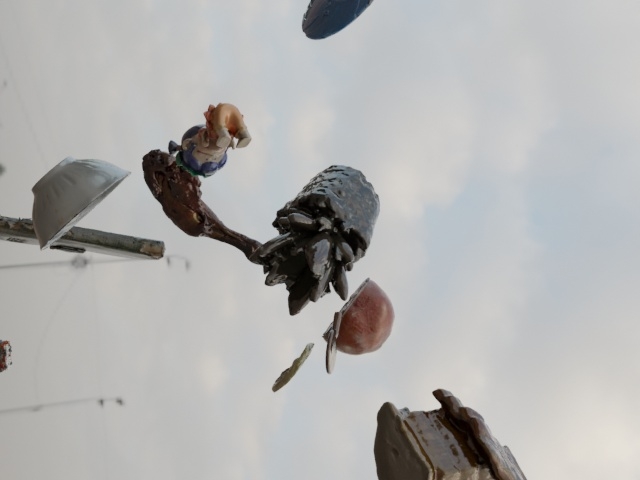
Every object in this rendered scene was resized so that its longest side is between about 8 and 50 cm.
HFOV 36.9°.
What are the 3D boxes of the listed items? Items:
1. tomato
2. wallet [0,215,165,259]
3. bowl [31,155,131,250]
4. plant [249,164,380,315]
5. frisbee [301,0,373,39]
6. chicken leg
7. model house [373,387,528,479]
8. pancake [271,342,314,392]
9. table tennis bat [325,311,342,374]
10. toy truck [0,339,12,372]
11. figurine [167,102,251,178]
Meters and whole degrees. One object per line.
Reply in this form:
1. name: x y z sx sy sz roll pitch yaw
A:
1. tomato: 0.121 0.228 2.648 0.155 0.214 0.180 38 -18 4
2. wallet: -0.466 -0.001 1.823 0.169 0.317 0.044 -11 -108 63
3. bowl: -0.398 -0.075 1.516 0.086 0.189 0.189 48 -24 -7
4. plant: 0.000 0.000 1.875 0.194 0.320 0.182 47 -45 -11
5. frisbee: 0.045 -0.520 1.988 0.242 0.045 0.242 -32 -145 26
6. chicken leg: -0.323 -0.083 2.566 0.407 0.096 0.158 45 -52 -7
7. model house: 0.224 0.382 1.599 0.199 0.229 0.219 -124 -140 -54
8. pancake: -0.067 0.316 2.382 0.028 0.158 0.158 40 -32 2
9. table tennis bat: -0.017 0.250 2.400 0.107 0.119 0.169 81 17 -51
10. toy truck: -0.713 0.262 2.159 0.024 0.032 0.083 -50 151 -57
11. figurine: -0.196 -0.183 1.773 0.195 0.112 0.102 -38 -123 49
